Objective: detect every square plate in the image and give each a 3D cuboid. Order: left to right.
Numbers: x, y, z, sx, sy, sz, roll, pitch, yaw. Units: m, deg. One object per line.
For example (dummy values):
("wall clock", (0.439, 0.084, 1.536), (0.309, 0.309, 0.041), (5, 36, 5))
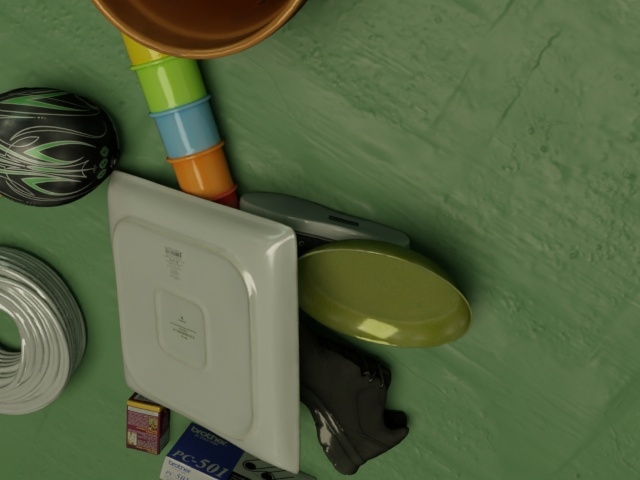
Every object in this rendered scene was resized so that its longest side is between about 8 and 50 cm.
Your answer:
("square plate", (-0.168, 0.107, 1.257), (0.347, 0.049, 0.344), (18, 119, 37))

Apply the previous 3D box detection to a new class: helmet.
("helmet", (-0.363, -0.121, 1.243), (0.169, 0.161, 0.169), (8, 106, 29))

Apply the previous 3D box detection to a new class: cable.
("cable", (-0.475, 0.136, 1.416), (0.257, 0.089, 0.257), (-40, 96, 23))

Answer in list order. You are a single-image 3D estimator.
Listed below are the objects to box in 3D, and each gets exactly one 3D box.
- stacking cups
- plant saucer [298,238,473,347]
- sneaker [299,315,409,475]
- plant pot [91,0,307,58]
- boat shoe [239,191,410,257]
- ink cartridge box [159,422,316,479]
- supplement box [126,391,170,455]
("stacking cups", (-0.178, -0.144, 1.230), (0.096, 0.096, 0.316), (-9, 108, 18))
("plant saucer", (0.075, 0.063, 1.205), (0.241, 0.037, 0.241), (13, 150, 8))
("sneaker", (0.021, 0.180, 1.288), (0.130, 0.109, 0.286), (-27, 116, 10))
("plant pot", (-0.112, -0.362, 1.069), (0.291, 0.203, 0.290), (5, 110, 13))
("boat shoe", (0.000, 0.000, 1.243), (0.229, 0.080, 0.076), (15, 111, 2))
("ink cartridge box", (-0.118, 0.344, 1.385), (0.207, 0.097, 0.046), (22, 114, 7))
("supplement box", (-0.256, 0.270, 1.426), (0.055, 0.043, 0.083), (11, 111, 12))
